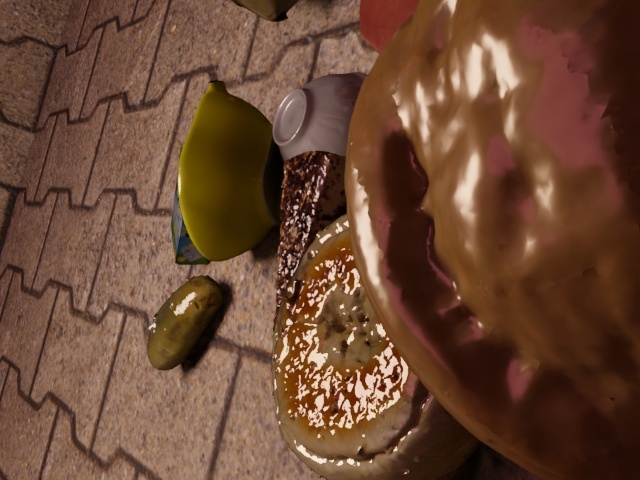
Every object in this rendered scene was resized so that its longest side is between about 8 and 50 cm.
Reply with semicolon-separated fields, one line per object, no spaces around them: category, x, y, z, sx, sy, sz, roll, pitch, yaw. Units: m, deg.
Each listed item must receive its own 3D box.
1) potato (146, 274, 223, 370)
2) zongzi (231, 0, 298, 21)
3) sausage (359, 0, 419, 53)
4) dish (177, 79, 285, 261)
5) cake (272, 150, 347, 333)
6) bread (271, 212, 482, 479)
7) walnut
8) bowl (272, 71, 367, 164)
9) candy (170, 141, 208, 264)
potato;-0.225;0.128;1.311;0.188;0.085;0.105;-48;42;26
zongzi;-0.075;-0.568;1.357;0.418;0.181;0.447;-51;33;6
sausage;0.126;-0.245;0.910;0.148;0.148;0.254;-63;28;15
dish;-0.109;-0.099;1.191;0.108;0.221;0.263;0;61;15
cake;-0.005;0.009;1.016;0.135;0.112;0.246;25;100;60
bread;0.073;0.104;0.809;0.305;0.158;0.306;-23;60;49
walnut;0.198;-0.043;0.544;0.383;0.383;0.384;-29;52;47
bowl;-0.011;-0.158;1.122;0.189;0.086;0.189;-31;51;47
candy;-0.207;-0.058;1.331;0.195;0.062;0.097;109;154;-44
